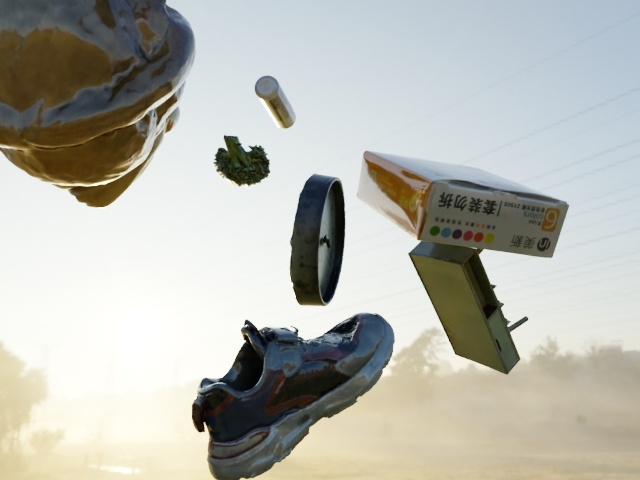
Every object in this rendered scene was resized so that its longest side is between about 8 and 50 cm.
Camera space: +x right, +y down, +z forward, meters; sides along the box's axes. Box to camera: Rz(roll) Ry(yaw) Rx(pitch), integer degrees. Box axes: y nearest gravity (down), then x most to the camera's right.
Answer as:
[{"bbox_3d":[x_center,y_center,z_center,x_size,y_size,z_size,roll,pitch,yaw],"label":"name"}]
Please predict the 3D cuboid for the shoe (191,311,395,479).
[{"bbox_3d":[-0.036,0.120,0.608,0.227,0.126,0.099,-37,10,-24],"label":"shoe"}]

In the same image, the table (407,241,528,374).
[{"bbox_3d":[0.267,0.092,1.063,0.121,0.111,0.240,14,-42,54],"label":"table"}]

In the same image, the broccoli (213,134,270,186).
[{"bbox_3d":[-0.124,-0.127,0.964,0.095,0.092,0.097,-14,26,4],"label":"broccoli"}]

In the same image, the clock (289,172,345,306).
[{"bbox_3d":[0.000,0.000,1.508,0.067,0.326,0.325,5,-15,13],"label":"clock"}]

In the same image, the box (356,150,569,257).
[{"bbox_3d":[0.196,-0.062,0.934,0.220,0.091,0.274,7,14,-16],"label":"box"}]

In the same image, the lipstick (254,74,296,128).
[{"bbox_3d":[-0.070,-0.217,0.981,0.040,0.040,0.141,-3,-9,8],"label":"lipstick"}]

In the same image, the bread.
[{"bbox_3d":[-0.550,-0.279,1.606,0.328,0.424,0.245,-1,-42,25],"label":"bread"}]

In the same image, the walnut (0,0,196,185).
[{"bbox_3d":[-0.381,-0.268,0.993,0.383,0.384,0.384,-1,-16,0],"label":"walnut"}]
